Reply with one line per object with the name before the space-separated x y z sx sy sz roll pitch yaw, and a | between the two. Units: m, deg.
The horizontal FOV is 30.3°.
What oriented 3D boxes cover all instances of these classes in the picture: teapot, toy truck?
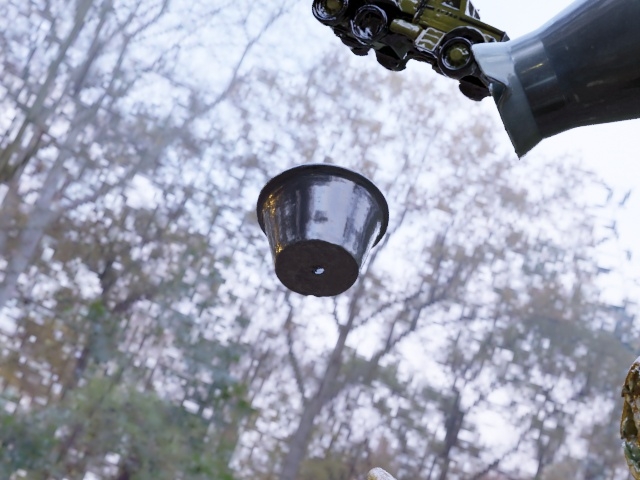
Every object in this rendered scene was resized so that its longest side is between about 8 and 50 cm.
teapot | 0.284 -0.185 1.227 0.225 0.171 0.203 -21 3 12
toy truck | 0.124 -0.272 1.490 0.257 0.127 0.127 30 -2 25

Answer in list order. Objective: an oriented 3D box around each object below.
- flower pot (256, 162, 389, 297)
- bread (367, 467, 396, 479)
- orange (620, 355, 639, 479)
flower pot | 0.000 0.000 2.006 0.235 0.148 0.235 3 -45 3
bread | 0.080 0.245 1.045 0.110 0.024 0.110 48 -3 3
orange | 0.318 0.153 0.988 0.134 0.154 0.155 -14 -10 -26
